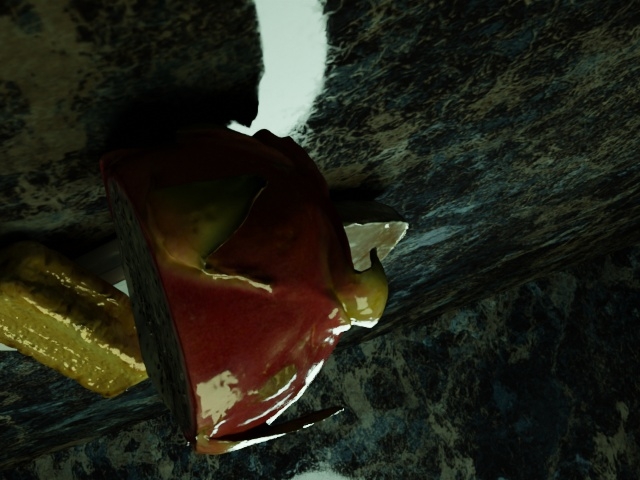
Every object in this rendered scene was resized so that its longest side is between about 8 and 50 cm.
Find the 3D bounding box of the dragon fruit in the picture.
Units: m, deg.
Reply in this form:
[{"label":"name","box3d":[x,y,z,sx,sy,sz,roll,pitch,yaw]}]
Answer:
[{"label":"dragon fruit","box3d":[-0.073,0.031,0.705,0.189,0.291,0.290,-16,164,-22]}]

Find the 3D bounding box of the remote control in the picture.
[{"label":"remote control","box3d":[-0.284,0.060,0.928,0.277,0.055,0.103,-24,165,15]}]

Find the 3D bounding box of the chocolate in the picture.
[{"label":"chocolate","box3d":[0.000,-0.002,1.048,0.254,0.080,0.157,-5,144,-50]}]

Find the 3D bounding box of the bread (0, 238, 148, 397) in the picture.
[{"label":"bread","box3d":[-0.264,0.085,0.829,0.114,0.083,0.211,-31,126,26]}]
